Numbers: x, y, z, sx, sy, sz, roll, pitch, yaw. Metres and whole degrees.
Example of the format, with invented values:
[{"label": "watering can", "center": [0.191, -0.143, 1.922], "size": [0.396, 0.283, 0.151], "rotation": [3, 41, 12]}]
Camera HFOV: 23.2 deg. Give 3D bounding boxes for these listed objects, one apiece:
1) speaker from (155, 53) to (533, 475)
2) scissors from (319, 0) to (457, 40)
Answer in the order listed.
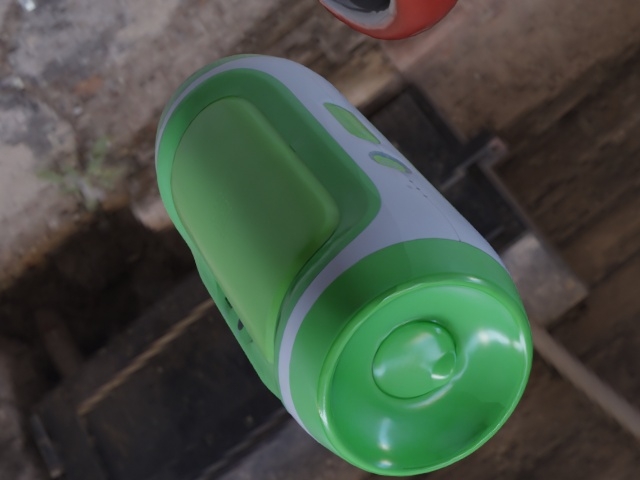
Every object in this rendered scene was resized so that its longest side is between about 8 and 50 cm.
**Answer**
[{"label": "speaker", "center": [0.000, 0.000, 0.830], "size": [0.131, 0.296, 0.131], "rotation": [-9, 118, -17]}, {"label": "scissors", "center": [-0.030, -0.105, 0.443], "size": [0.021, 0.297, 0.109], "rotation": [-35, 104, -7]}]
